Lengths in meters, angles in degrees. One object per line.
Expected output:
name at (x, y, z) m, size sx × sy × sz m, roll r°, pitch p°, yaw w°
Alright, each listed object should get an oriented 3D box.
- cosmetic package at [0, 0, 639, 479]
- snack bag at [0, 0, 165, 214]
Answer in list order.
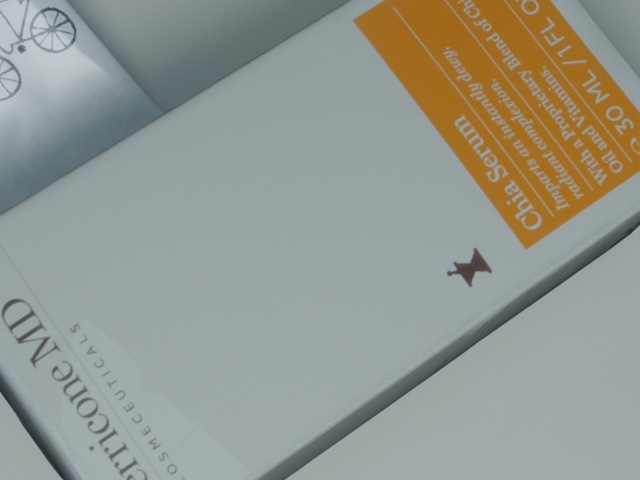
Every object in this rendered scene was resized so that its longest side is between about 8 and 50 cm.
cosmetic package at (0.000, 0.000, 1.052) m, size 0.453 × 0.161 × 0.230 m, roll -34°, pitch 80°, yaw -15°
snack bag at (-0.311, -0.066, 1.083) m, size 0.342 × 0.037 × 0.323 m, roll -42°, pitch 108°, yaw -8°
